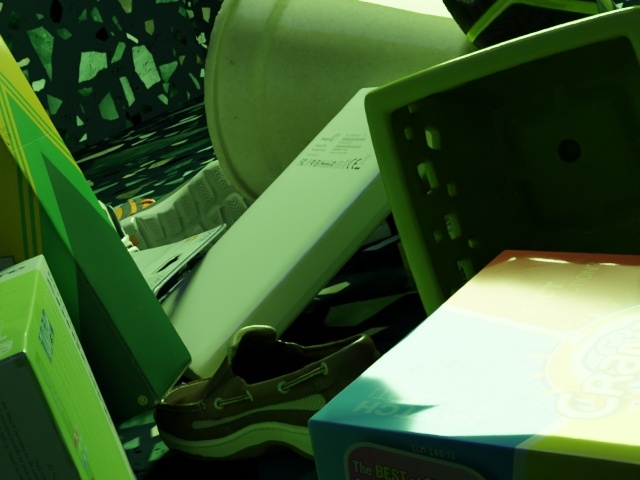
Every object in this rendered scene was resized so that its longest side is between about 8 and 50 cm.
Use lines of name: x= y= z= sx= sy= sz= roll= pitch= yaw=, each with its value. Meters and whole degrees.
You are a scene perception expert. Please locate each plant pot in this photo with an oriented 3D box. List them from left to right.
plant pot: x=0.087 y=-0.178 z=1.583 sx=0.305 sy=0.334 sz=0.334 roll=10 pitch=29 yaw=36
plant pot: x=0.193 y=-0.055 z=1.076 sx=0.227 sy=0.228 sz=0.207 roll=-15 pitch=7 yaw=23

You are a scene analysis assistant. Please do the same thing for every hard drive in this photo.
hard drive: x=-0.021 y=-0.011 z=1.297 sx=0.353 sy=0.047 sz=0.233 roll=-47 pitch=19 yaw=-12

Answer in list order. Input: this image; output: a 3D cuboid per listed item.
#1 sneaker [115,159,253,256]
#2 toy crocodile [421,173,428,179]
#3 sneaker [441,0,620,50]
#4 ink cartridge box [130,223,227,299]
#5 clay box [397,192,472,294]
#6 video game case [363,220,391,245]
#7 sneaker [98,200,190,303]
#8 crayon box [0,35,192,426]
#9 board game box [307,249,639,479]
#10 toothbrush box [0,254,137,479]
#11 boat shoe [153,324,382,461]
sneaker: x=-0.179 y=-0.036 z=1.787 sx=0.321 sy=0.125 sz=0.180 roll=-23 pitch=14 yaw=-14
toy crocodile: x=0.225 y=-0.109 z=1.293 sx=0.340 sy=0.105 sz=0.115 roll=-5 pitch=18 yaw=33
sneaker: x=0.241 y=-0.215 z=1.412 sx=0.145 sy=0.385 sz=0.147 roll=-41 pitch=-1 yaw=5
ink cartridge box: x=-0.219 y=0.060 z=1.367 sx=0.224 sy=0.045 sz=0.223 roll=-15 pitch=13 yaw=20
clay box: x=0.161 y=-0.015 z=1.325 sx=0.127 sy=0.053 sz=0.222 roll=-12 pitch=14 yaw=24
video game case: x=0.000 y=0.000 z=1.600 sx=0.157 sy=0.019 sz=0.143 roll=-19 pitch=13 yaw=-1
sneaker: x=-0.241 y=0.021 z=1.571 sx=0.235 sy=0.153 sz=0.094 roll=-6 pitch=20 yaw=48
crayon box: x=-0.338 y=0.053 z=1.070 sx=0.363 sy=0.313 sz=0.106 roll=-28 pitch=9 yaw=17
board game box: x=0.190 y=0.083 z=0.704 sx=0.316 sy=0.064 sz=0.242 roll=2 pitch=23 yaw=34
toothbrush box: x=-0.190 y=0.145 z=0.832 sx=0.122 sy=0.206 sz=0.283 roll=-22 pitch=13 yaw=-4
boat shoe: x=-0.040 y=0.106 z=1.020 sx=0.257 sy=0.095 sz=0.095 roll=-8 pitch=17 yaw=43
